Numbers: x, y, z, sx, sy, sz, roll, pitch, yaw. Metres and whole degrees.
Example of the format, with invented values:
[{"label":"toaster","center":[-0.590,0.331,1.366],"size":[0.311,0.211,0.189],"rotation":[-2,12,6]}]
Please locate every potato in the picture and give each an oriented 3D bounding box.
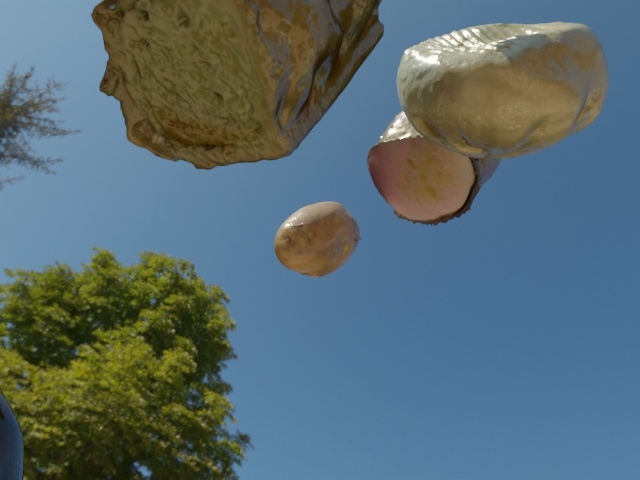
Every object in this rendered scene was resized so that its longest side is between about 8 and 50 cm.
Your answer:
[{"label":"potato","center":[0.248,-0.191,0.925],"size":[0.229,0.266,0.229],"rotation":[27,-34,20]},{"label":"potato","center":[0.001,-0.005,0.960],"size":[0.128,0.162,0.234],"rotation":[22,-3,26]}]

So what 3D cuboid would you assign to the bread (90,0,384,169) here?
[{"label":"bread","center":[-0.061,-0.210,0.480],"size":[0.238,0.252,0.196],"rotation":[-3,-48,37]}]

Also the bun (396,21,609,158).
[{"label":"bun","center":[0.230,-0.188,0.636],"size":[0.259,0.259,0.160],"rotation":[-3,-63,14]}]

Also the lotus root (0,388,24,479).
[{"label":"lotus root","center":[-0.351,0.152,0.314],"size":[0.250,0.251,0.346],"rotation":[1,-41,11]}]
